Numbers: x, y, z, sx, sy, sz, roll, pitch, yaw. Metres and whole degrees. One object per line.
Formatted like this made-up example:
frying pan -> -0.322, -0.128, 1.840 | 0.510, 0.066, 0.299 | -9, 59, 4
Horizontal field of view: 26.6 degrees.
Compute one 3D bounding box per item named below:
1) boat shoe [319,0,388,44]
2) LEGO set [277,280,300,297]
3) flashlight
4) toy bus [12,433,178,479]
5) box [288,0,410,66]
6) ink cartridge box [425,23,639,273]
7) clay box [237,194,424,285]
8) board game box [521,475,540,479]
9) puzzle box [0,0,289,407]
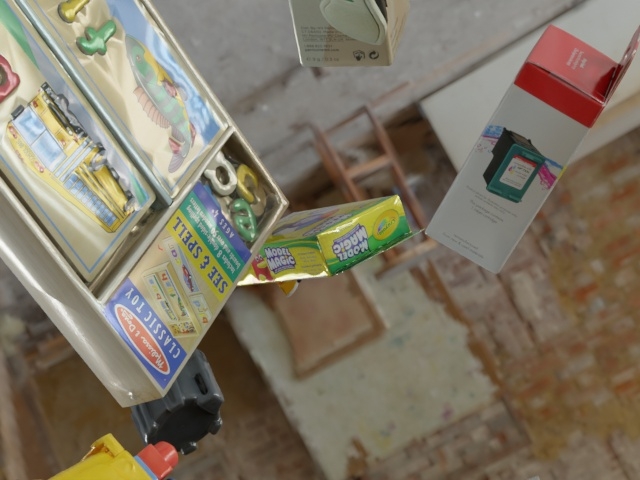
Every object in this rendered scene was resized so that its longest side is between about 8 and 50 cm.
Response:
boat shoe -> 0.044, -0.281, 1.469 | 0.079, 0.084, 0.233 | -63, 166, -13
LEGO set -> -0.046, -0.013, 1.688 | 0.093, 0.087, 0.227 | -36, 130, -2
flashlight -> -0.196, 0.103, 1.440 | 0.103, 0.304, 0.103 | -11, 132, -18
toy bus -> -0.202, 0.258, 1.116 | 0.211, 0.149, 0.220 | -37, 171, -49
box -> 0.022, -0.375, 1.621 | 0.121, 0.148, 0.311 | 2, 134, 15
ink cartridge box -> 0.189, -0.099, 1.183 | 0.231, 0.078, 0.134 | -61, 176, 27
clay box -> 0.000, 0.000, 1.509 | 0.127, 0.053, 0.222 | -28, -169, -37
board game box -> 0.184, 0.390, 1.775 | 0.224, 0.097, 0.303 | -14, 174, 11
puzzle box -> -0.199, -0.104, 1.090 | 0.052, 0.409, 0.272 | -17, -152, 36
